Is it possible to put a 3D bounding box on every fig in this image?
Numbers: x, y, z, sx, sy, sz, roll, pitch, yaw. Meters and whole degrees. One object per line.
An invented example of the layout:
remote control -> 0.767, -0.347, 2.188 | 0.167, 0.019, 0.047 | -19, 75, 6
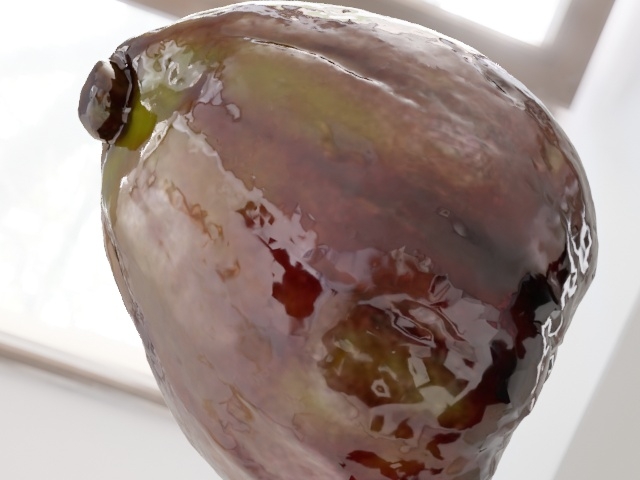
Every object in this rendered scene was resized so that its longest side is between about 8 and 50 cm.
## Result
fig -> 0.011, 0.006, 0.827 | 0.224, 0.224, 0.263 | -10, -107, -57
